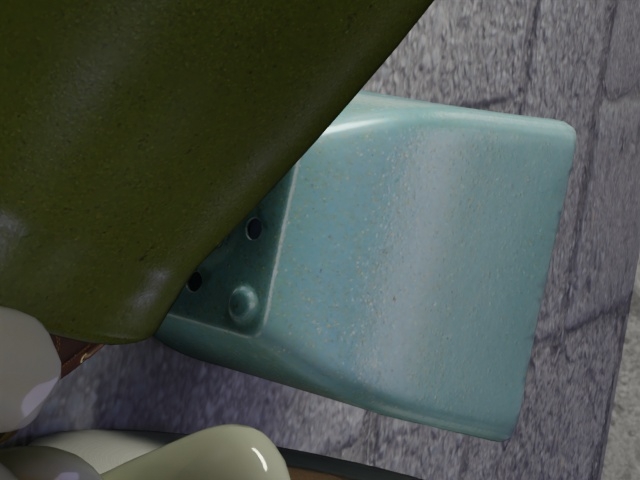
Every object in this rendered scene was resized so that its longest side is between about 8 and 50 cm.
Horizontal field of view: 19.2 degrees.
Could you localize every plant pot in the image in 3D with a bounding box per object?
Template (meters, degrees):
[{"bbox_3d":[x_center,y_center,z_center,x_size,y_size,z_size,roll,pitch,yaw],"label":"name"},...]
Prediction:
[{"bbox_3d":[-0.104,-0.155,0.875,0.353,0.366,0.366,-61,158,6],"label":"plant pot"},{"bbox_3d":[0.000,0.000,1.397,0.252,0.247,0.247,9,93,-50],"label":"plant pot"}]

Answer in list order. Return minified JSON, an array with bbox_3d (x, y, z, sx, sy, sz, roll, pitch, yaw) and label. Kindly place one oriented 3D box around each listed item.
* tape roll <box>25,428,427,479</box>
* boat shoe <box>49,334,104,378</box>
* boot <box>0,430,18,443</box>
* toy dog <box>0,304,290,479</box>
[{"bbox_3d":[-0.014,0.203,1.263,0.392,0.392,0.072,7,95,-67],"label":"tape roll"},{"bbox_3d":[-0.164,0.043,1.244,0.207,0.073,0.073,-33,137,-48],"label":"boat shoe"},{"bbox_3d":[-0.157,-0.012,1.147,0.269,0.089,0.236,-13,95,-65],"label":"boot"},{"bbox_3d":[-0.248,0.153,0.822,0.408,0.395,0.284,39,50,-46],"label":"toy dog"}]
